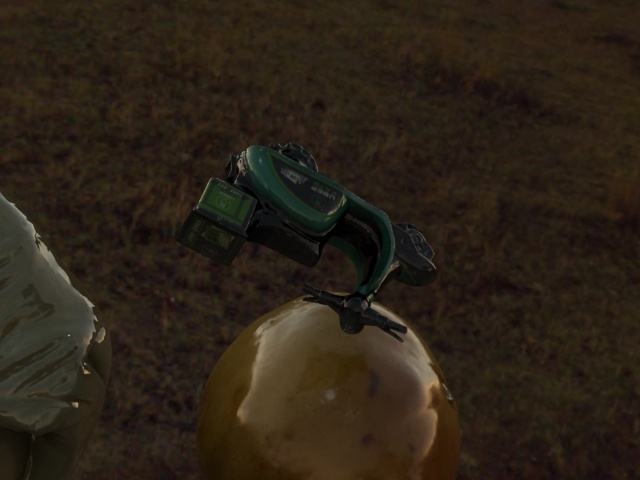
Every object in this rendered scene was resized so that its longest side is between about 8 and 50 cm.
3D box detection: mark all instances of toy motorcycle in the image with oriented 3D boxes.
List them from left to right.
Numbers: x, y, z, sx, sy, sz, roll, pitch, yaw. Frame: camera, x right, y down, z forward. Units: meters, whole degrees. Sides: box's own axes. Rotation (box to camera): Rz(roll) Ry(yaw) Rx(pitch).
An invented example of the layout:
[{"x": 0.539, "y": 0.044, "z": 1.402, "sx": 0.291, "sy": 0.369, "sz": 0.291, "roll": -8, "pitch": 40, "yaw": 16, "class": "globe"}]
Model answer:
[{"x": 0.000, "y": 0.000, "z": 0.637, "sx": 0.173, "sy": 0.058, "sz": 0.100, "roll": 28, "pitch": 51, "yaw": -10, "class": "toy motorcycle"}]

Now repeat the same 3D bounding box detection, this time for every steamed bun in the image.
[{"x": -0.383, "y": 0.101, "z": 0.844, "sx": 0.342, "sy": 0.255, "sz": 0.368, "roll": -29, "pitch": 85, "yaw": -22, "class": "steamed bun"}]

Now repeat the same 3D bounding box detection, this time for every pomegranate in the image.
[{"x": 0.008, "y": 0.162, "z": 0.762, "sx": 0.233, "sy": 0.233, "sz": 0.233, "roll": 8, "pitch": 26, "yaw": -4, "class": "pomegranate"}]
